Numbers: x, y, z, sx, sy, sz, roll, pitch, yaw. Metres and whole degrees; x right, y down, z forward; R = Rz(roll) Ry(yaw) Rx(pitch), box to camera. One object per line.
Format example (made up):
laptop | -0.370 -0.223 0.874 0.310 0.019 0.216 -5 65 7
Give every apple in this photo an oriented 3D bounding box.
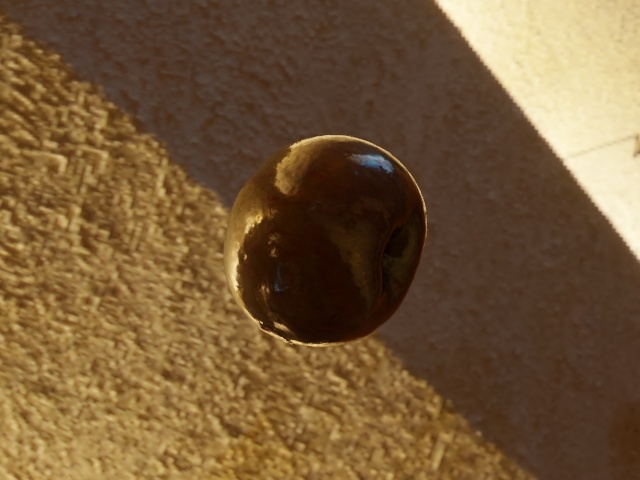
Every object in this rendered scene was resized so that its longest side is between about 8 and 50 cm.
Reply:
apple | 0.000 0.000 0.526 0.084 0.071 0.084 -46 -34 -43
